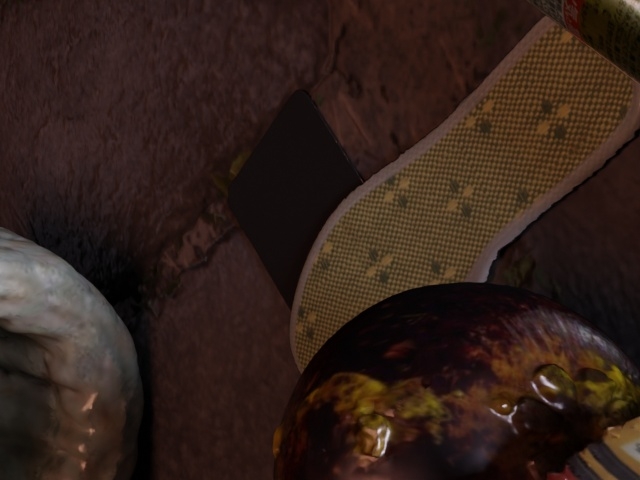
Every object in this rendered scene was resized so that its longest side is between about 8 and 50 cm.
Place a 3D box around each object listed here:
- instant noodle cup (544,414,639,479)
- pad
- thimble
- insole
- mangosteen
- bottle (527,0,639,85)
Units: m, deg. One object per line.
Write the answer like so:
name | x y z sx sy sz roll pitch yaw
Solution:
instant noodle cup | 0.214 0.109 0.499 0.274 0.090 0.274 14 138 12
pad | 0.000 0.000 0.831 0.157 0.003 0.112 59 135 21
thimble | -0.287 0.120 0.969 0.195 0.291 0.291 13 109 47
insole | 0.065 -0.009 0.749 0.322 0.007 0.109 -47 64 43
mangosteen | 0.060 0.125 0.650 0.217 0.192 0.192 -46 65 49
bottle | 0.178 -0.075 0.550 0.286 0.082 0.082 46 130 32
